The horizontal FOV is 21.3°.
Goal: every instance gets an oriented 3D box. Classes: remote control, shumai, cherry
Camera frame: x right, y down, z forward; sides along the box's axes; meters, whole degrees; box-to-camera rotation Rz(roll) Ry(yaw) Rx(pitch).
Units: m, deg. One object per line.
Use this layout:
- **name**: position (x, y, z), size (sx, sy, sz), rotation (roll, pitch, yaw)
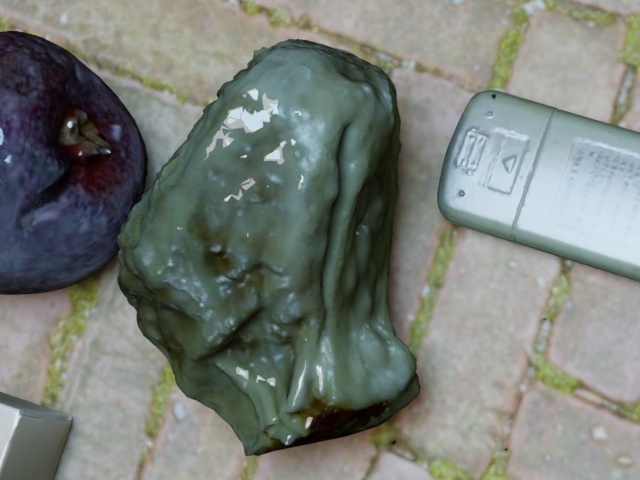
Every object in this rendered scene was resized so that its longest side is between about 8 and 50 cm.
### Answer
- **remote control**: position (0.197, -0.028, 1.148), size (0.233, 0.038, 0.098), rotation (18, 86, 18)
- **shumai**: position (0.000, 0.000, 1.116), size (0.222, 0.225, 0.261), rotation (37, 131, 9)
- **cherry**: position (-0.225, -0.049, 1.202), size (0.195, 0.195, 0.195), rotation (-3, 79, 16)

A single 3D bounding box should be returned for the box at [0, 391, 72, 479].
- **box**: position (-0.296, 0.200, 1.225), size (0.168, 0.095, 0.212), rotation (17, 86, 20)
